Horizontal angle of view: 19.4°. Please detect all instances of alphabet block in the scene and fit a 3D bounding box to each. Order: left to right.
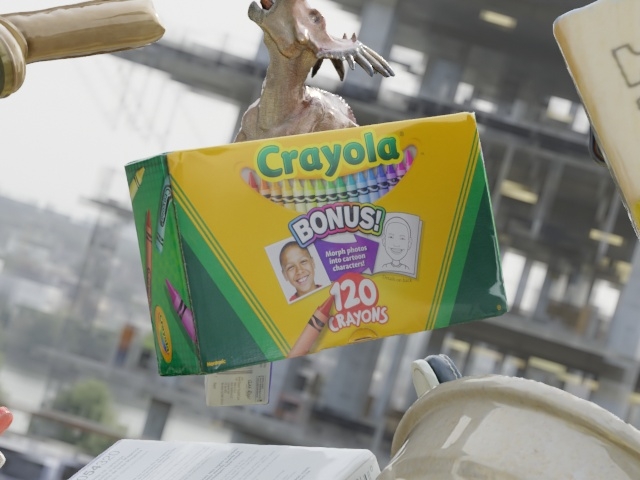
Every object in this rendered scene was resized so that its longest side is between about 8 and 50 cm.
[{"bbox_3d":[0.308,-0.078,1.390,0.193,0.197,0.192,-24,-42,9],"label":"alphabet block"}]

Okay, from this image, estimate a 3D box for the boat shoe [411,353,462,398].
[{"bbox_3d":[0.171,0.206,1.719,0.254,0.079,0.095,59,-4,-4],"label":"boat shoe"}]

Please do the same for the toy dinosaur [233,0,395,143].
[{"bbox_3d":[-0.005,-0.104,1.803,0.127,0.200,0.295,27,-18,22],"label":"toy dinosaur"}]

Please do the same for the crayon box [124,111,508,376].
[{"bbox_3d":[0.000,0.000,1.442,0.278,0.165,0.081,-10,0,-29],"label":"crayon box"}]

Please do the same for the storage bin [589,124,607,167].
[{"bbox_3d":[0.342,-0.124,1.903,0.135,0.098,0.091,2,-1,7],"label":"storage bin"}]

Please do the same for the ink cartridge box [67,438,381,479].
[{"bbox_3d":[-0.157,0.294,1.753,0.330,0.071,0.324,-4,23,39],"label":"ink cartridge box"}]

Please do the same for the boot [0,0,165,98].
[{"bbox_3d":[-0.313,-0.248,2.284,0.270,0.089,0.236,-12,25,-29],"label":"boot"}]

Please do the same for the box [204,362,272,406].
[{"bbox_3d":[-0.090,0.088,2.017,0.072,0.137,0.126,-1,-39,-6],"label":"box"}]

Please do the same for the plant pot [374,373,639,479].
[{"bbox_3d":[0.078,0.302,1.111,0.334,0.305,0.333,32,-36,27],"label":"plant pot"}]

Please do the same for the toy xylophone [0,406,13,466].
[{"bbox_3d":[-0.512,0.255,2.228,0.081,0.236,0.323,41,0,26],"label":"toy xylophone"}]
